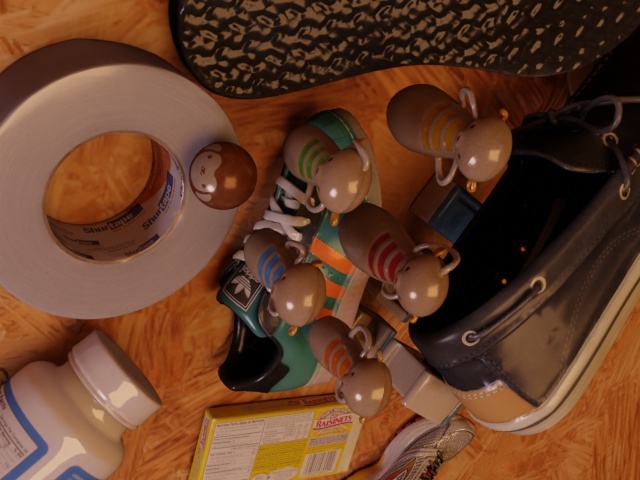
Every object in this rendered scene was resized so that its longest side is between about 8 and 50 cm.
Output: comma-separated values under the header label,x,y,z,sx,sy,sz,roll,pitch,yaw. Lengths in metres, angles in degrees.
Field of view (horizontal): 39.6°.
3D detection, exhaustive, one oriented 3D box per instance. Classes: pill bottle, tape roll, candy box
label,x,y,z,sx,sy,sz,roll,pitch,yaw
pill bottle,-0.251,0.184,0.773,0.221,0.124,0.124,-40,131,-7
tape roll,-0.176,-0.047,0.719,0.219,0.072,0.219,-17,125,-26
candy box,-0.044,0.227,1.000,0.206,0.027,0.105,1,114,-34

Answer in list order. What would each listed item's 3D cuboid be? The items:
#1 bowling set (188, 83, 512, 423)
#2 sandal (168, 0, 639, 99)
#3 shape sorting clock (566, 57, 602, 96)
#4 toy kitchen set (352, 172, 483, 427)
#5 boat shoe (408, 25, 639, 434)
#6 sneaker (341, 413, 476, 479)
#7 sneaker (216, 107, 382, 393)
label,x,y,z,sx,sy,sz,roll,pitch,yaw
bowling set,0.000,0.000,0.690,0.200,0.154,0.286,10,107,-25
sandal,0.087,-0.229,0.780,0.446,0.107,0.167,-8,123,-15
shape sorting clock,0.358,-0.217,0.991,0.206,0.040,0.206,-8,115,-18
toy kitchen set,0.141,0.068,0.934,0.122,0.166,0.207,32,97,-41
boat shoe,0.246,-0.063,0.841,0.156,0.187,0.500,36,79,-20
sneaker,0.110,0.306,1.106,0.225,0.093,0.088,-41,131,-7
sneaker,-0.029,0.024,0.835,0.121,0.108,0.302,-11,124,-33
